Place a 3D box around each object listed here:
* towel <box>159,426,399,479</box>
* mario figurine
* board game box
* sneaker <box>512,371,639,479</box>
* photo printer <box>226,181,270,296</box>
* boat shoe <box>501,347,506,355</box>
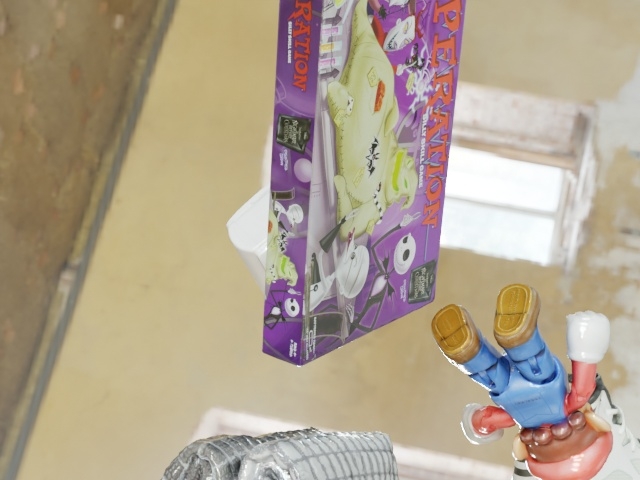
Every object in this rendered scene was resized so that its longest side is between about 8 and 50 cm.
[{"bbox_3d":[-0.026,0.271,0.746,0.235,0.121,0.283,26,-116,-71],"label":"towel"},{"bbox_3d":[0.258,0.169,1.368,0.170,0.198,0.320,-53,-50,-21],"label":"mario figurine"},{"bbox_3d":[0.040,-0.087,0.913,0.208,0.056,0.346,-24,-57,-53],"label":"board game box"},{"bbox_3d":[0.517,0.347,1.844,0.169,0.448,0.257,15,105,62],"label":"sneaker"},{"bbox_3d":[0.000,0.000,1.798,0.256,0.107,0.307,-41,-32,-11],"label":"photo printer"},{"bbox_3d":[0.386,0.274,2.048,0.267,0.096,0.088,71,-161,-56],"label":"boat shoe"}]
